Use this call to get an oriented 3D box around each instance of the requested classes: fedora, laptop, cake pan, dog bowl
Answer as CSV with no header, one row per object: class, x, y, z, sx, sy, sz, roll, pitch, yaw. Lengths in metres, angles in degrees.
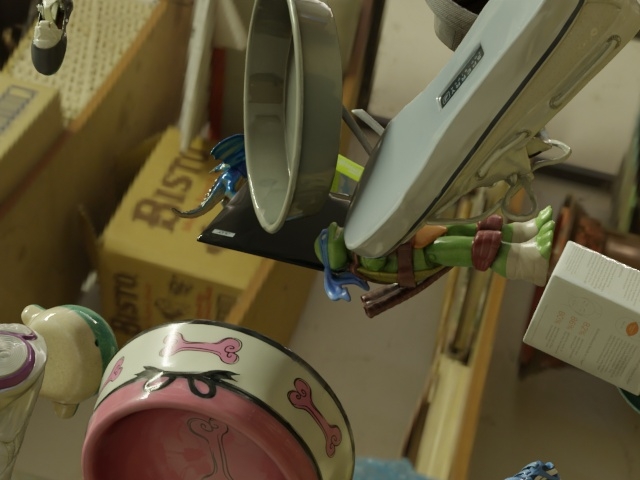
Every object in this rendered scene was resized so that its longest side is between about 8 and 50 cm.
fedora,0.275,-0.382,1.680,0.275,0.243,0.124,-55,-13,-32
laptop,0.000,0.000,1.486,0.264,0.234,0.137,44,-118,-65
cake pan,-0.035,-0.154,1.192,0.293,0.054,0.293,179,90,-75
dog bowl,-0.161,0.323,1.530,0.150,0.407,0.408,-62,-15,-57

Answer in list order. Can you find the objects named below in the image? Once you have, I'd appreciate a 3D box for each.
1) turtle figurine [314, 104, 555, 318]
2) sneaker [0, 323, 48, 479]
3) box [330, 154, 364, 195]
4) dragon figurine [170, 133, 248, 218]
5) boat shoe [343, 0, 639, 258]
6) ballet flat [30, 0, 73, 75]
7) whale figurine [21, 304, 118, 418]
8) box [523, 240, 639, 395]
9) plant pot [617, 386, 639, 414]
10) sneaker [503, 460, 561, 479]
turtle figurine,0.131,-0.049,1.203,0.198,0.266,0.275,74,-155,-71
sneaker,-0.381,0.214,1.149,0.305,0.114,0.152,-81,6,-53
box,0.048,-0.118,2.117,0.042,0.178,0.109,-54,-15,-26
dragon figurine,-0.143,-0.124,1.837,0.144,0.289,0.085,63,162,19
boat shoe,0.169,-0.098,1.003,0.367,0.156,0.136,-54,23,32
ballet flat,-0.519,-0.409,2.029,0.074,0.074,0.203,94,178,-56
whale figurine,-0.478,0.215,1.928,0.141,0.272,0.216,-18,-94,-54
box,0.380,0.103,1.419,0.091,0.170,0.130,-50,-19,-48
plant pot,0.710,0.190,1.990,0.196,0.293,0.293,-41,-32,-53
sneaker,0.374,0.426,1.894,0.053,0.144,0.059,-32,59,43
